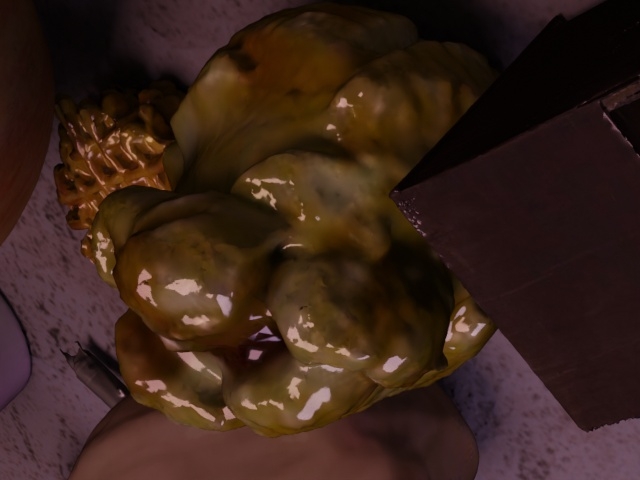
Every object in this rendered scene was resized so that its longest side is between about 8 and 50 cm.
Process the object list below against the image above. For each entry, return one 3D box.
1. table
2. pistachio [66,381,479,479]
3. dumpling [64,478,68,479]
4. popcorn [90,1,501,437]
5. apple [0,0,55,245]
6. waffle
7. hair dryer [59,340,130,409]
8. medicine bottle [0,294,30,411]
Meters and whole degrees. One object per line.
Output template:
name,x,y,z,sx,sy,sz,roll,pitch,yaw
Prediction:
table,0.184,-0.035,0.886,0.169,0.172,0.193,50,147,-9
pistachio,-0.049,0.174,1.248,0.331,0.208,0.226,-21,146,22
dumpling,-0.212,0.330,1.558,0.175,0.227,0.243,2,135,42
popcorn,-0.006,0.002,1.030,0.225,0.276,0.276,13,133,27
apple,-0.361,-0.110,1.134,0.391,0.346,0.391,53,169,15
waffle,-0.099,-0.022,1.246,0.193,0.070,0.197,20,140,27
hair dryer,-0.084,0.207,1.449,0.357,0.107,0.173,44,143,15
medicine bottle,-0.421,0.155,1.496,0.212,0.325,0.212,24,139,22
